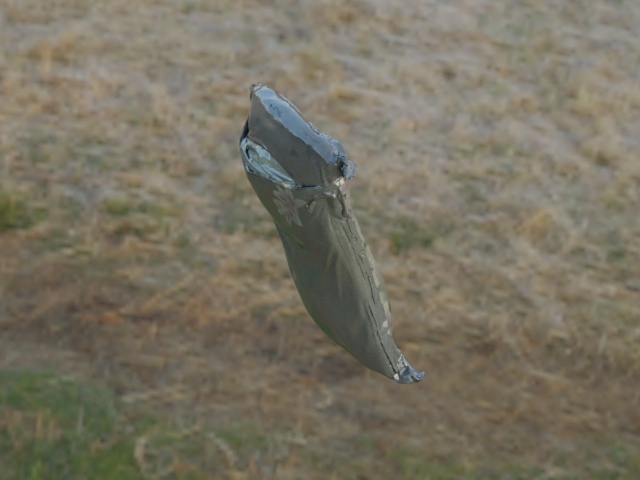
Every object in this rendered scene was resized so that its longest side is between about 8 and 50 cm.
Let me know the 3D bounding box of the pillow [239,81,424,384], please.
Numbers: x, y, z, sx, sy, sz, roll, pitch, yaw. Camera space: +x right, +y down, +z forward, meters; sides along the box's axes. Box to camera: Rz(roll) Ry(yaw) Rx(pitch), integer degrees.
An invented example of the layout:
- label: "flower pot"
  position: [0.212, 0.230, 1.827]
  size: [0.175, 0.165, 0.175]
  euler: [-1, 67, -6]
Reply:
- label: "pillow"
  position: [0.000, 0.000, 1.214]
  size: [0.059, 0.255, 0.169]
  euler: [-32, 39, -14]
